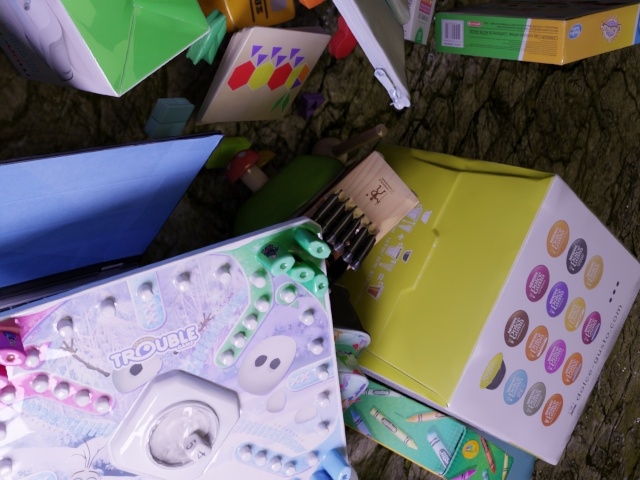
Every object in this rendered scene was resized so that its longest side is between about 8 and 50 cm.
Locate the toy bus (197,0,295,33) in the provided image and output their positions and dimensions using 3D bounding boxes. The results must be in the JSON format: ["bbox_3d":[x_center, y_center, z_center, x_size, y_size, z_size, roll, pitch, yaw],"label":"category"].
[{"bbox_3d":[-0.125,-0.408,0.915,0.130,0.108,0.332,-27,120,-34],"label":"toy bus"}]

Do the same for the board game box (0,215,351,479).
[{"bbox_3d":[-0.146,0.207,0.849,0.390,0.050,0.390,-18,120,-21],"label":"board game box"}]

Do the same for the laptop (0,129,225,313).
[{"bbox_3d":[-0.286,0.118,0.821,0.382,0.236,0.407,-16,103,-42],"label":"laptop"}]

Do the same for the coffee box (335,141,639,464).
[{"bbox_3d":[0.219,0.089,1.226,0.334,0.338,0.337,34,80,-42],"label":"coffee box"}]

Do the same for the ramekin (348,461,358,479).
[{"bbox_3d":[-0.067,0.367,1.116,0.273,0.273,0.127,2,91,-43],"label":"ramekin"}]

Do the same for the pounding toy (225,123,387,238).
[{"bbox_3d":[-0.051,-0.092,1.066,0.237,0.183,0.110,-44,96,-20],"label":"pounding toy"}]

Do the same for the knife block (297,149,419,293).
[{"bbox_3d":[0.000,0.000,1.033,0.242,0.276,0.088,-42,96,-7],"label":"knife block"}]

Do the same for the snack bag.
[{"bbox_3d":[0.038,-0.379,0.993,0.323,0.037,0.342,51,30,-40],"label":"snack bag"}]

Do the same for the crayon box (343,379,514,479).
[{"bbox_3d":[0.141,0.298,1.262,0.165,0.278,0.081,38,76,-42],"label":"crayon box"}]

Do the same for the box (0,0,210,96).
[{"bbox_3d":[-0.258,-0.285,0.747,0.127,0.231,0.262,-44,128,-24],"label":"box"}]

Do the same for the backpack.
[{"bbox_3d":[-0.074,0.175,1.061,0.225,0.191,0.253,14,130,-35],"label":"backpack"}]

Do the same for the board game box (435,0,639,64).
[{"bbox_3d":[0.380,-0.351,1.302,0.317,0.242,0.064,-21,118,-36],"label":"board game box"}]

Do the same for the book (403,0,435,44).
[{"bbox_3d":[0.148,-0.370,1.202,0.096,0.035,0.144,-24,125,-67],"label":"book"}]

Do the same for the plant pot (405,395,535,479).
[{"bbox_3d":[0.263,0.344,1.479,0.234,0.166,0.165,8,98,-35],"label":"plant pot"}]

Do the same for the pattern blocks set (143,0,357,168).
[{"bbox_3d":[-0.068,-0.206,0.995,0.285,0.026,0.325,-52,161,20],"label":"pattern blocks set"}]
